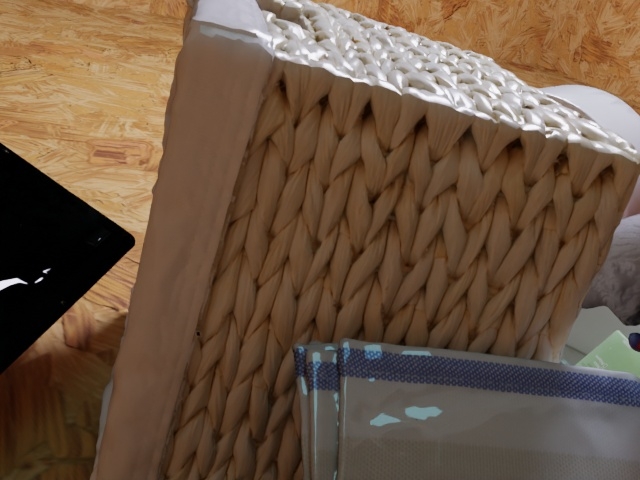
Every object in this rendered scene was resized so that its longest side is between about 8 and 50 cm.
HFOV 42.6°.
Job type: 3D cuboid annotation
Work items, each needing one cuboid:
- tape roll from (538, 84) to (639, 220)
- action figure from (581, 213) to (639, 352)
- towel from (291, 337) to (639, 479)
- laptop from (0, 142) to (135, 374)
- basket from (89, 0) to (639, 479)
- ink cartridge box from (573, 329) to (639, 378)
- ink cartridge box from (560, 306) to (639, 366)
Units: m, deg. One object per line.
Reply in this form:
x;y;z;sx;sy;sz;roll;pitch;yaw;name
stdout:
0.291;-0.075;1.056;0.246;0.246;0.169;26;25;29;tape roll
0.336;0.044;0.517;0.330;0.178;0.341;10;-5;23;action figure
0.086;0.186;0.389;0.209;0.034;0.284;7;60;-14;towel
-0.421;0.036;0.578;0.408;0.236;0.382;35;27;-3;laptop
0.000;0.000;0.599;0.267;0.331;0.328;11;21;-12;basket
0.304;0.184;0.598;0.235;0.056;0.171;44;8;-12;ink cartridge box
0.293;0.083;0.808;0.172;0.100;0.237;26;13;28;ink cartridge box
